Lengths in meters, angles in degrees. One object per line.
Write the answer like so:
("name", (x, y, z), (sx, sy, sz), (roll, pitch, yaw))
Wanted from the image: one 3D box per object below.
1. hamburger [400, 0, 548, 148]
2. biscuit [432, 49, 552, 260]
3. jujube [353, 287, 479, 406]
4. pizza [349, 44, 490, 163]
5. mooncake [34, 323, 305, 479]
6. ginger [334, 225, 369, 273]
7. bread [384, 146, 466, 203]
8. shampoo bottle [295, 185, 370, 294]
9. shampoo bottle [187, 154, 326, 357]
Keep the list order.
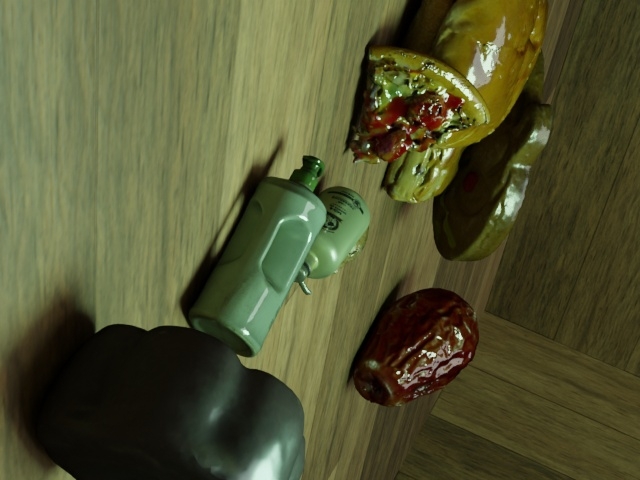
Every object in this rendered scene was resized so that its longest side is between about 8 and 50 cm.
("hamburger", (0.210, -0.274, 1.965), (0.290, 0.170, 0.314), (-9, 123, -68))
("biscuit", (0.278, -0.163, 2.327), (0.350, 0.070, 0.394), (150, -48, -67))
("jujube", (0.189, 0.210, 2.683), (0.290, 0.197, 0.197), (-36, 151, -38))
("pizza", (0.116, -0.157, 1.829), (0.193, 0.201, 0.053), (-55, -152, 34))
("mooncake", (-0.128, 0.174, 1.229), (0.245, 0.245, 0.133), (94, 18, -56))
("ginger", (0.036, -0.022, 1.931), (0.165, 0.067, 0.096), (-71, 178, -65))
("bread", (0.197, -0.176, 2.231), (0.210, 0.099, 0.235), (-36, 148, -66))
("shampoo bottle", (0.000, 0.000, 1.779), (0.162, 0.079, 0.079), (-52, 161, -48))
("shampoo bottle", (-0.057, 0.006, 1.535), (0.234, 0.087, 0.118), (-63, 168, -17))
